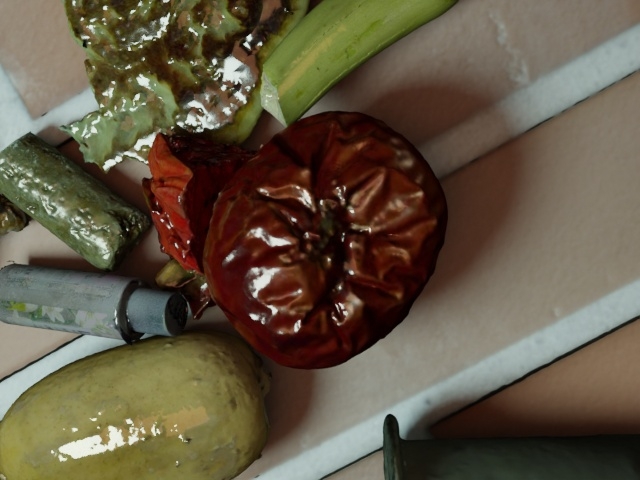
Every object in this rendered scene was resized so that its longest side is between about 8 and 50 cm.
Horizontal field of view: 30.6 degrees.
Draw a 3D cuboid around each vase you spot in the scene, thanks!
[{"bbox_3d":[0.207,0.281,1.116,0.291,0.245,0.245,-3,96,3],"label":"vase"}]

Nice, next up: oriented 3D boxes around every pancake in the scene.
[{"bbox_3d":[-0.146,-0.267,1.191,0.305,0.067,0.427,-8,97,15],"label":"pancake"}]

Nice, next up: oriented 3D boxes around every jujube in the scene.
[{"bbox_3d":[0.000,0.000,1.120,0.213,0.213,0.232,43,78,1],"label":"jujube"}]

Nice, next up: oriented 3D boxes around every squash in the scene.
[{"bbox_3d":[0.042,-0.210,1.135,0.250,0.083,0.083,-39,91,-3],"label":"squash"}]

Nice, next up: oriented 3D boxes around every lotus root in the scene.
[{"bbox_3d":[-0.212,0.198,1.195,0.342,0.151,0.169,-18,92,5],"label":"lotus root"}]

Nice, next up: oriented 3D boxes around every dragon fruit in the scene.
[{"bbox_3d":[-0.129,-0.016,1.196,0.092,0.122,0.192,21,128,30],"label":"dragon fruit"}]

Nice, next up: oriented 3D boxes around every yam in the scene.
[{"bbox_3d":[-0.264,-0.043,1.215,0.179,0.078,0.078,38,100,5],"label":"yam"}]

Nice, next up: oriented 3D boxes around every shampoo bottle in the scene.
[{"bbox_3d":[-0.236,0.065,1.195,0.214,0.072,0.072,5,97,26],"label":"shampoo bottle"}]

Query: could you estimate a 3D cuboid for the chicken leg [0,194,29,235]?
[{"bbox_3d":[-0.402,0.022,1.215,0.125,0.080,0.196,34,74,-19],"label":"chicken leg"}]
